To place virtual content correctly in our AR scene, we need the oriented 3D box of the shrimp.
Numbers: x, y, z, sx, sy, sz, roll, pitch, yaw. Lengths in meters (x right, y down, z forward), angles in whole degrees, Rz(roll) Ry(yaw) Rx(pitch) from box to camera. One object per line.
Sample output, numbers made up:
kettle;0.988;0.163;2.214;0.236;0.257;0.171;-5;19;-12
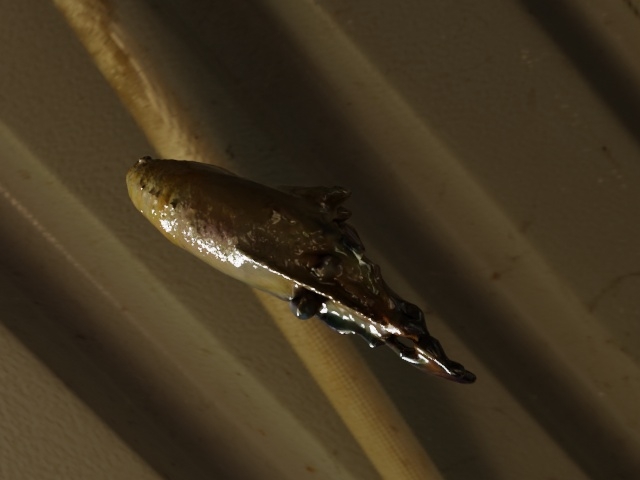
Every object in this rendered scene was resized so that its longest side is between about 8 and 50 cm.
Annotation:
shrimp;-0.002;-0.003;0.650;0.117;0.262;0.066;-15;-54;-49
